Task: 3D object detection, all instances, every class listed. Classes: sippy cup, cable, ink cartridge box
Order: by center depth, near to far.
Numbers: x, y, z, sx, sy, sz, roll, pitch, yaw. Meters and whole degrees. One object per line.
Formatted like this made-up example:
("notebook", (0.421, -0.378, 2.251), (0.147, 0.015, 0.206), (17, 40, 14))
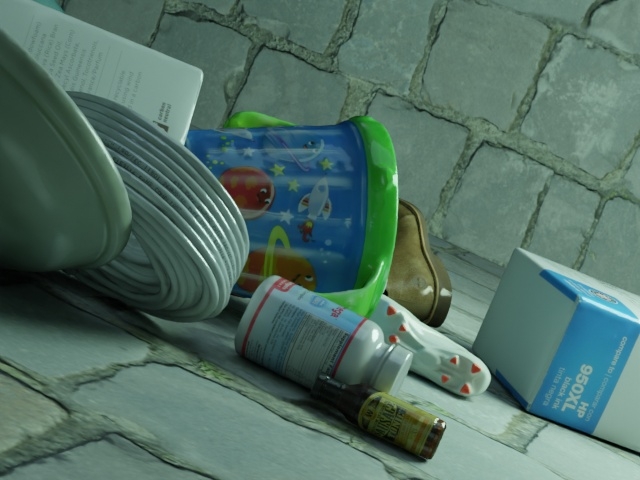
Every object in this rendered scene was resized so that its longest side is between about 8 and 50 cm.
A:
("cable", (-0.181, -0.027, 1.414), (0.257, 0.089, 0.257), (31, -26, 13))
("sippy cup", (-0.055, -0.029, 1.671), (0.224, 0.240, 0.305), (6, 0, -15))
("ink cartridge box", (0.435, 0.176, 1.998), (0.395, 0.166, 0.285), (21, 8, -12))

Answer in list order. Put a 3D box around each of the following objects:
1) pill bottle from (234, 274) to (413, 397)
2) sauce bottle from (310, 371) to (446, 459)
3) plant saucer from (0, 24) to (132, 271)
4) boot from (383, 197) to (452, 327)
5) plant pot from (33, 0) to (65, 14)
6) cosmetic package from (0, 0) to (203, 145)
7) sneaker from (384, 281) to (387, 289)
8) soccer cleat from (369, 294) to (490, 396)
("pill bottle", (0.004, 0.104, 1.472), (0.160, 0.087, 0.087), (25, 7, 11))
("sauce bottle", (0.052, 0.160, 1.405), (0.128, 0.042, 0.042), (22, 7, 9))
("plant saucer", (-0.349, -0.087, 1.300), (0.400, 0.100, 0.400), (28, -27, 16))
("boot", (0.093, 0.015, 2.225), (0.115, 0.112, 0.305), (9, 26, -20))
("plant pot", (-0.419, -0.223, 1.921), (0.255, 0.271, 0.272), (36, -2, -39))
("cosmetic package", (-0.383, -0.164, 1.620), (0.453, 0.161, 0.230), (21, -19, -20))
("sneaker", (-0.069, 0.025, 1.834), (0.282, 0.102, 0.161), (15, 7, 19))
("soccer cleat", (0.110, 0.124, 1.784), (0.196, 0.068, 0.076), (31, 3, 7))
